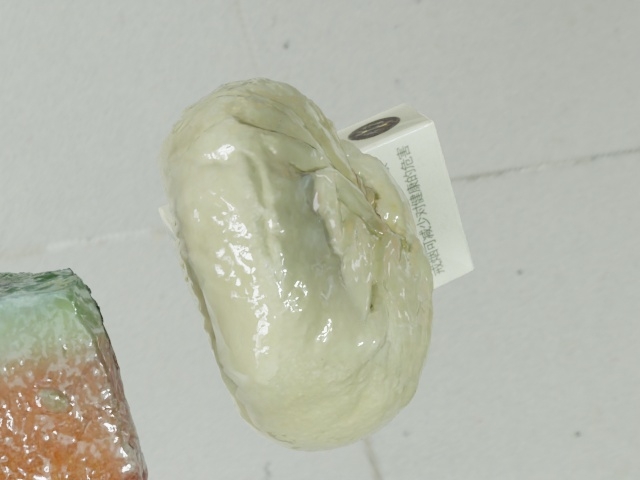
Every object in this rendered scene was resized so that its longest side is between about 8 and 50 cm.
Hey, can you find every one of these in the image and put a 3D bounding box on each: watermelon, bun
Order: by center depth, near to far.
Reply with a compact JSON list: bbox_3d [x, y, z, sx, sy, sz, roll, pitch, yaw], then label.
[{"bbox_3d":[-0.007,0.009,0.768,0.111,0.164,0.188,-21,83,15],"label":"bun"},{"bbox_3d":[-0.180,0.152,0.884,0.140,0.193,0.257,-36,101,-41],"label":"watermelon"}]

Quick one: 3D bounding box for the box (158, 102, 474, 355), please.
[{"bbox_3d":[0.000,0.000,1.424,0.256,0.069,0.164,-24,116,-12],"label":"box"}]
